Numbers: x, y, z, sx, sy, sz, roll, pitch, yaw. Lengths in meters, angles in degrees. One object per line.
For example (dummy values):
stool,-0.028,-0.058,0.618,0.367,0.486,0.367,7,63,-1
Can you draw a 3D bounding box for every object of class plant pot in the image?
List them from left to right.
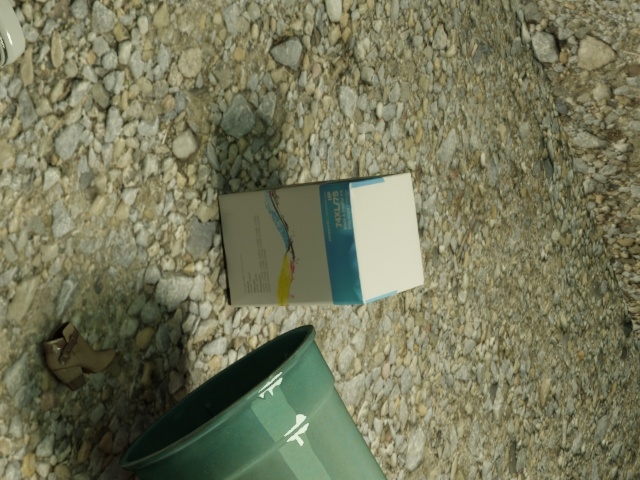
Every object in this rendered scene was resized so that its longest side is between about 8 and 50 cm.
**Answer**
plant pot,-0.058,0.355,1.729,0.334,0.341,0.341,56,40,-4

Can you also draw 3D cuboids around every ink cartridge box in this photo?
ink cartridge box,0.000,0.000,1.992,0.198,0.270,0.197,-14,98,-56

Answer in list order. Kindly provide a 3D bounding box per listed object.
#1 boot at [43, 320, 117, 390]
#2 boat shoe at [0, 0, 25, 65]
boot,-0.342,0.154,1.684,0.118,0.042,0.087,-46,118,-55
boat shoe,-0.500,-0.326,1.429,0.335,0.121,0.119,52,55,-27
